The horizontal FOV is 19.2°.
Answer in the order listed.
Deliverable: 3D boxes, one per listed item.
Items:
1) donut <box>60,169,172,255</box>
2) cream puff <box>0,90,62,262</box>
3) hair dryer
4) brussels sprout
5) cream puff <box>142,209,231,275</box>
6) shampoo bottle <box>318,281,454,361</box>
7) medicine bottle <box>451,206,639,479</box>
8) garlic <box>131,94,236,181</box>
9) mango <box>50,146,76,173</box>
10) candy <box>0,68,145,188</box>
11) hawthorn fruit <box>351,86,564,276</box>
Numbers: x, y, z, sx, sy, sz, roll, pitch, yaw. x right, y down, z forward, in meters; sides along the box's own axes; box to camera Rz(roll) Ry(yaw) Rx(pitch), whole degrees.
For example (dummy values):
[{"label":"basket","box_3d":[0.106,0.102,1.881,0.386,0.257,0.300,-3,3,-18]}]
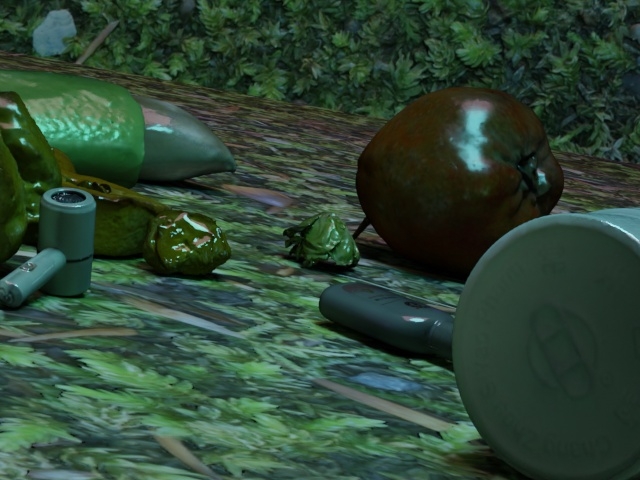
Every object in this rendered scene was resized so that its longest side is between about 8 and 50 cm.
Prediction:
[{"label":"donut","box_3d":[-0.235,-0.028,1.832,0.162,0.065,0.178,10,6,-40]},{"label":"cream puff","box_3d":[-0.339,-0.059,1.590,0.244,0.196,0.244,-13,25,6]},{"label":"hair dryer","box_3d":[-0.228,0.016,1.538,0.047,0.082,0.137,14,25,16]},{"label":"brussels sprout","box_3d":[0.000,0.000,1.961,0.085,0.058,0.085,-1,-3,0]},{"label":"cream puff","box_3d":[-0.124,0.002,1.774,0.083,0.058,0.083,14,11,9]},{"label":"shampoo bottle","box_3d":[0.075,0.072,1.625,0.080,0.040,0.165,5,9,-42]},{"label":"medicine bottle","box_3d":[0.248,0.069,1.364,0.190,0.190,0.332,16,10,32]},{"label":"garlic","box_3d":[-0.266,-0.126,2.345,0.318,0.112,0.143,-2,14,-10]},{"label":"mango","box_3d":[-0.303,-0.063,1.935,0.080,0.060,0.114,-29,-15,38]},{"label":"candy","box_3d":[-0.360,-0.118,2.085,0.343,0.132,0.142,4,53,-27]},{"label":"hawthorn fruit","box_3d":[0.129,-0.060,2.086,0.262,0.211,0.210,-14,-9,39]}]
